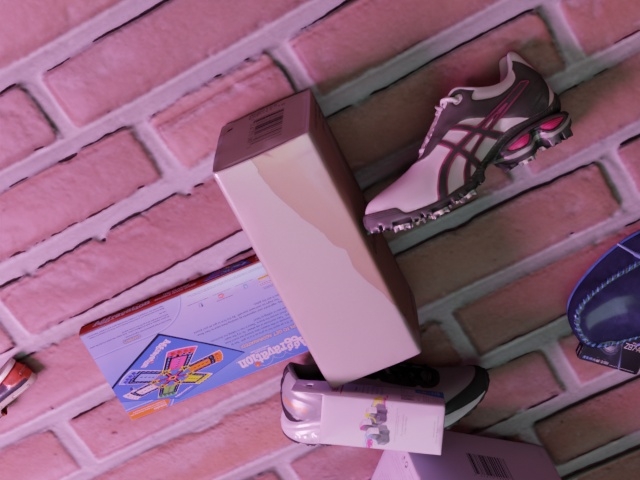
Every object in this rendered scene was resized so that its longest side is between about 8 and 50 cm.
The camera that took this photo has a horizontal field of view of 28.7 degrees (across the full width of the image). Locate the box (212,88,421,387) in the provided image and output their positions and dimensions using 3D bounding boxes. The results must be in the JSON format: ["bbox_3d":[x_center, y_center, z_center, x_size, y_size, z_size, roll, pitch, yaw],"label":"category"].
[{"bbox_3d":[0.000,0.000,1.457,0.121,0.148,0.311,-23,116,11],"label":"box"}]

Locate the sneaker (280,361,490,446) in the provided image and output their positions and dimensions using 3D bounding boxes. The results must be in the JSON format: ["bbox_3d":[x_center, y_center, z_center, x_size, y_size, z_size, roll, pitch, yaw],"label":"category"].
[{"bbox_3d":[0.078,0.188,1.578,0.271,0.100,0.108,-8,111,4],"label":"sneaker"}]

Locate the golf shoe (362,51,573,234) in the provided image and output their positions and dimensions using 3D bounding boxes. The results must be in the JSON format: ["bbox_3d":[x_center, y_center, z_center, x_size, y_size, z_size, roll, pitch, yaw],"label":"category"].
[{"bbox_3d":[0.148,-0.102,1.411,0.272,0.105,0.120,-32,93,-13],"label":"golf shoe"}]

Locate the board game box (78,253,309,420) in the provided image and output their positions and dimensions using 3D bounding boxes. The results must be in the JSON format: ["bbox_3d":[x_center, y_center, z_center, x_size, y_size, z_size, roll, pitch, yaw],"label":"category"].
[{"bbox_3d":[-0.147,0.120,1.581,0.281,0.027,0.145,-22,113,10],"label":"board game box"}]

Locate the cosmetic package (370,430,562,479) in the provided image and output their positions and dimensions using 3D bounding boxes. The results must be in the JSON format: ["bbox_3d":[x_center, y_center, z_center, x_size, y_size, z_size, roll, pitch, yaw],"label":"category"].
[{"bbox_3d":[0.174,0.378,1.631,0.224,0.138,0.225,13,115,-20],"label":"cosmetic package"}]

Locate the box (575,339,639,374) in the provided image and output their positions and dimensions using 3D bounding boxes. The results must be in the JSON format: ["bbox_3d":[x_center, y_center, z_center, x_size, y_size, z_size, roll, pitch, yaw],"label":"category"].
[{"bbox_3d":[0.377,0.130,1.592,0.083,0.018,0.067,17,115,-8],"label":"box"}]

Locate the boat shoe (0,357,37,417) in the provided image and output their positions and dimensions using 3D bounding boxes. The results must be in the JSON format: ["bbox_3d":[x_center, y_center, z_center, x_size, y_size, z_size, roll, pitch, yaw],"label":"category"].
[{"bbox_3d":[-0.420,0.211,1.616,0.043,0.049,0.137,36,106,-19],"label":"boat shoe"}]

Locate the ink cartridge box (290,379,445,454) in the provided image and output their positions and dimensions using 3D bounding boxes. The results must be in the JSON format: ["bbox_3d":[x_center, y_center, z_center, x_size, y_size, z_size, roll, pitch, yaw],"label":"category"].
[{"bbox_3d":[0.055,0.208,1.489,0.181,0.104,0.062,5,92,4],"label":"ink cartridge box"}]

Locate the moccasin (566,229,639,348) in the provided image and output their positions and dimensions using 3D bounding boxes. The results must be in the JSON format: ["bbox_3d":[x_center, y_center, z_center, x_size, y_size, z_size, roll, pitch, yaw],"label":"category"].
[{"bbox_3d":[0.450,0.028,1.483,0.342,0.117,0.138,-33,108,13],"label":"moccasin"}]
